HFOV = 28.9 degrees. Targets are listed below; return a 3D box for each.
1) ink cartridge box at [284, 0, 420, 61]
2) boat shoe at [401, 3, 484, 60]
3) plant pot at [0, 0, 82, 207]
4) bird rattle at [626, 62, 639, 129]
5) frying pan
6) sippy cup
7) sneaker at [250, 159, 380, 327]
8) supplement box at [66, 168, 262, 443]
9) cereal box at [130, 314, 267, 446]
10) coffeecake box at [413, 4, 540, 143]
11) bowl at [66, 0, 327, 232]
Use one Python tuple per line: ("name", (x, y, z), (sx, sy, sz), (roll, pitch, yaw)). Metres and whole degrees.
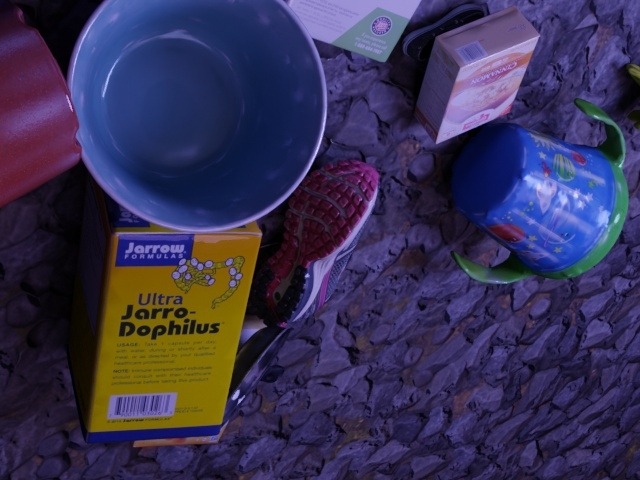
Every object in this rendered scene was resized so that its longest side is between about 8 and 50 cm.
("ink cartridge box", (0.070, -0.422, 1.551), (0.207, 0.119, 0.353), (11, 117, -44))
("boat shoe", (0.186, -0.300, 1.813), (0.142, 0.040, 0.049), (-28, 138, -15))
("plant pot", (-0.418, -0.119, 1.330), (0.265, 0.272, 0.272), (-28, 138, -23))
("bird rattle", (0.640, -0.255, 2.076), (0.207, 0.253, 0.143), (-55, 145, -22))
("frying pan", (-0.091, 0.185, 1.906), (0.197, 0.053, 0.326), (-57, 173, 24))
("sippy cup", (0.339, -0.079, 2.008), (0.224, 0.240, 0.306), (24, 77, -37))
("sneaker", (0.000, 0.000, 1.886), (0.112, 0.121, 0.299), (-8, 139, -52))
("supplement box", (-0.221, 0.077, 1.674), (0.195, 0.194, 0.357), (-1, 127, -20))
("cereal box", (-0.193, 0.221, 1.968), (0.173, 0.047, 0.240), (5, 122, -41))
("coffeecake box", (0.228, -0.243, 1.836), (0.142, 0.068, 0.185), (-25, 155, -20))
("bowl", (-0.163, -0.166, 1.504), (0.311, 0.163, 0.312), (-1, 93, -20))
